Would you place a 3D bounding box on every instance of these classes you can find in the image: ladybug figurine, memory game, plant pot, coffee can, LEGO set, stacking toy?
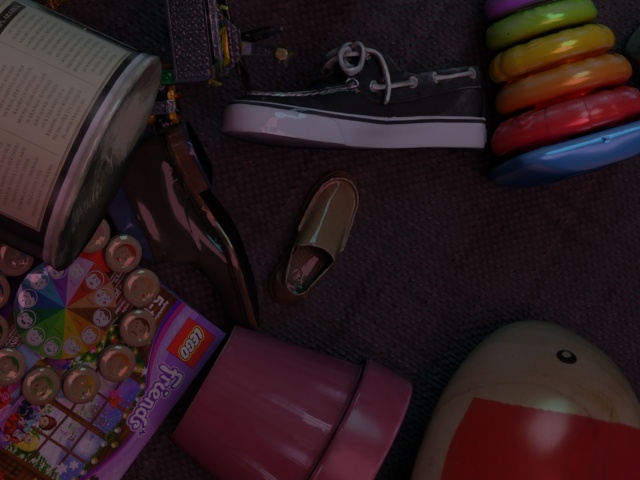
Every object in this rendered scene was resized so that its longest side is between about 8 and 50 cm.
[{"bbox_3d":[0.219,0.304,1.749,0.305,0.162,0.449,15,83,-42],"label":"ladybug figurine"},{"bbox_3d":[-0.232,0.064,1.607,0.186,0.012,0.186,-7,105,-26],"label":"memory game"},{"bbox_3d":[-0.037,0.181,1.696,0.180,0.201,0.201,29,86,-3],"label":"plant pot"},{"bbox_3d":[-0.300,-0.121,1.477,0.275,0.201,0.201,25,88,3],"label":"coffee can"},{"bbox_3d":[-0.180,-0.275,1.627,0.255,0.192,0.331,-11,103,10],"label":"LEGO set"},{"bbox_3d":[0.223,-0.212,1.762,0.175,0.166,0.302,-17,89,-10],"label":"stacking toy"}]

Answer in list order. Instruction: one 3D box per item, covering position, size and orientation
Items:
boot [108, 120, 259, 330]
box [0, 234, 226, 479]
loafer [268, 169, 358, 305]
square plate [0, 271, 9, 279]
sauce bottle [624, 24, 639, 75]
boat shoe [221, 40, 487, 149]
[{"bbox_3d":[-0.136,0.000,1.709,0.106,0.082,0.219,-20,104,6],"label":"boot"},{"bbox_3d":[-0.252,0.147,1.660,0.201,0.057,0.293,40,83,-32],"label":"box"},{"bbox_3d":[0.000,0.000,1.751,0.056,0.050,0.148,25,88,-19],"label":"loafer"},{"bbox_3d":[-0.478,0.026,1.602,0.347,0.049,0.344,-34,105,-12],"label":"square plate"},{"bbox_3d":[0.463,-0.104,1.859,0.111,0.111,0.344,-46,107,-8],"label":"sauce bottle"},{"bbox_3d":[0.039,-0.140,1.696,0.306,0.113,0.105,-1,92,-31],"label":"boat shoe"}]
